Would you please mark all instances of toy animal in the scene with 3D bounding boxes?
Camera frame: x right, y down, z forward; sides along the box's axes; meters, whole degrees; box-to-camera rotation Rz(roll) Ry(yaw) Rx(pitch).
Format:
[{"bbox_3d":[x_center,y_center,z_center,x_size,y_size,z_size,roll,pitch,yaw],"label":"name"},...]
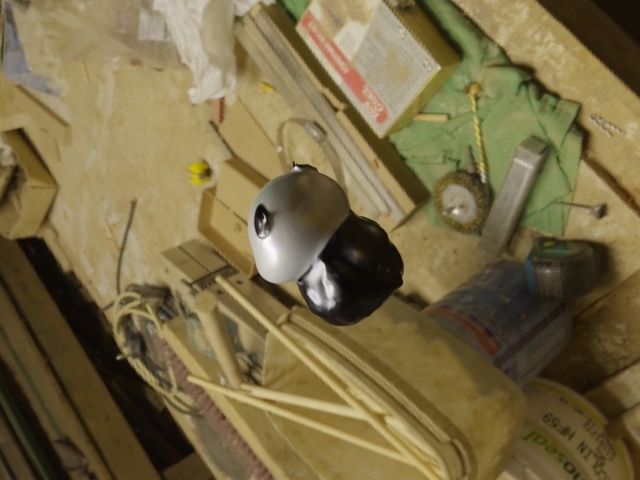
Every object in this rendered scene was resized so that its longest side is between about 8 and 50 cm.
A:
[{"bbox_3d":[0.000,0.000,1.352,0.310,0.251,0.251,43,145,-20],"label":"toy animal"}]

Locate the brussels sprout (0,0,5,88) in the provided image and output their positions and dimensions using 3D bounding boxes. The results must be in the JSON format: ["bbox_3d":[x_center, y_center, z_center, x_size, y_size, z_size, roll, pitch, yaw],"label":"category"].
[{"bbox_3d":[-0.608,-0.294,0.985,0.371,0.276,0.314,132,132,-78],"label":"brussels sprout"}]
